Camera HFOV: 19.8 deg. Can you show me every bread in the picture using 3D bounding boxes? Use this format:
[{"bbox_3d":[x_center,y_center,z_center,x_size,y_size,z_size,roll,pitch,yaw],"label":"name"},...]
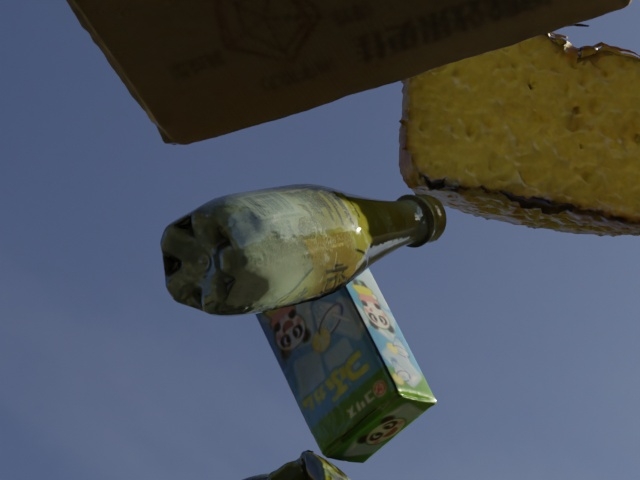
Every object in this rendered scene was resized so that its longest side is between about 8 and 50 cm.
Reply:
[{"bbox_3d":[0.181,-0.084,1.510,0.260,0.160,0.147,7,-13,-9],"label":"bread"}]

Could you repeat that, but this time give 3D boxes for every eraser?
[{"bbox_3d":[0.038,-0.163,0.947,0.343,0.078,0.144,-15,-49,23],"label":"eraser"}]

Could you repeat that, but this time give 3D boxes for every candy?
[{"bbox_3d":[0.013,0.086,1.587,0.097,0.194,0.062,-42,-34,24],"label":"candy"}]

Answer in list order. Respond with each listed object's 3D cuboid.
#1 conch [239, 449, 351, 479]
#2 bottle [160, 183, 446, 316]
[{"bbox_3d":[-0.015,0.240,1.418,0.124,0.181,0.187,16,-68,-29],"label":"conch"},{"bbox_3d":[0.000,0.000,1.290,0.269,0.083,0.083,-9,-34,-52],"label":"bottle"}]
